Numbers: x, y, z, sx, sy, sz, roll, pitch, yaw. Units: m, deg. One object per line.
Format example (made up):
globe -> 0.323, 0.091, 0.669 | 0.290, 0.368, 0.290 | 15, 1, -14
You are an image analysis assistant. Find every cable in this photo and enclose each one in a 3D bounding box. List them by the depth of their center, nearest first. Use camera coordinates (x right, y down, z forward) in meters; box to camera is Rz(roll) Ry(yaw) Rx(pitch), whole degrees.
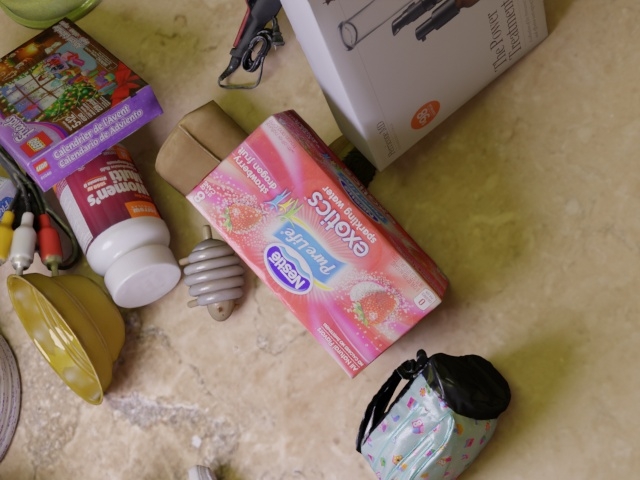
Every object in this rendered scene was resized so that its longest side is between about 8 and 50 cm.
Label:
cable -> -0.421, -0.064, 1.910 | 0.072, 0.140, 0.287 | 129, 139, -62

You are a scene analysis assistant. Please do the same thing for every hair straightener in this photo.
hair straightener -> -0.087, -0.287, 1.786 | 0.230, 0.047, 0.089 | -57, 45, 37

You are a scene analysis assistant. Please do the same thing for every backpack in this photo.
backpack -> 0.128, 0.222, 1.536 | 0.182, 0.152, 0.115 | -52, 50, 21

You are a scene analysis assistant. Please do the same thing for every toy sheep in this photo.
toy sheep -> -0.145, 0.044, 1.758 | 0.091, 0.091, 0.132 | -15, 89, 24

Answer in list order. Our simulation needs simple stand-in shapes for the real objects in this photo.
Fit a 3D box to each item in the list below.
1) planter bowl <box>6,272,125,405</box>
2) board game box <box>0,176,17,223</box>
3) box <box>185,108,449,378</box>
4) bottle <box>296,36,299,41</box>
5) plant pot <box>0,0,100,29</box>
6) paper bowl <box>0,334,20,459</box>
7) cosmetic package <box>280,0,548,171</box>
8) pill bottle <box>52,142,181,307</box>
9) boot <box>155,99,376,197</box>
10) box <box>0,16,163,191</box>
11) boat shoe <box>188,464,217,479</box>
planter bowl -> -0.334, 0.115, 1.809 | 0.090, 0.217, 0.217 | -36, 56, -26
board game box -> -0.660, 0.010, 1.961 | 0.319, 0.066, 0.318 | 12, 51, 30
box -> 0.000, 0.000, 1.592 | 0.154, 0.142, 0.300 | -42, 90, 13
bottle -> 0.009, -0.407, 1.788 | 0.118, 0.092, 0.282 | 0, 77, 22
plant pot -> -0.470, -0.492, 1.970 | 0.276, 0.254, 0.276 | -7, 74, 27
paper bowl -> -0.592, 0.234, 1.909 | 0.284, 0.148, 0.284 | -8, 72, 26
cosmetic package -> 0.113, -0.277, 1.500 | 0.284, 0.377, 0.097 | -38, 61, -4
pill bottle -> -0.284, -0.023, 1.826 | 0.121, 0.121, 0.221 | -38, 63, 14
boot -> -0.078, -0.112, 1.762 | 0.269, 0.089, 0.236 | 42, 97, 31
box -> -0.379, -0.203, 1.871 | 0.201, 0.057, 0.293 | -36, 42, -13
boat shoe -> -0.105, 0.357, 1.670 | 0.063, 0.066, 0.184 | -34, 61, 0
